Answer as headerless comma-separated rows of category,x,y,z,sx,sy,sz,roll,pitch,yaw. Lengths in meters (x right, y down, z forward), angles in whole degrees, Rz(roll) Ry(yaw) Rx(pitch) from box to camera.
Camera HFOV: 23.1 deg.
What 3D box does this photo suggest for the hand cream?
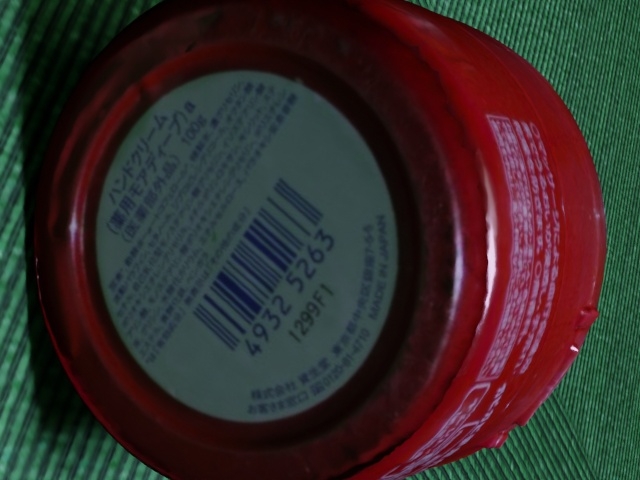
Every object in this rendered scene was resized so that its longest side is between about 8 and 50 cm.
hand cream,0.000,0.000,0.679,0.149,0.230,0.230,-5,93,-64
